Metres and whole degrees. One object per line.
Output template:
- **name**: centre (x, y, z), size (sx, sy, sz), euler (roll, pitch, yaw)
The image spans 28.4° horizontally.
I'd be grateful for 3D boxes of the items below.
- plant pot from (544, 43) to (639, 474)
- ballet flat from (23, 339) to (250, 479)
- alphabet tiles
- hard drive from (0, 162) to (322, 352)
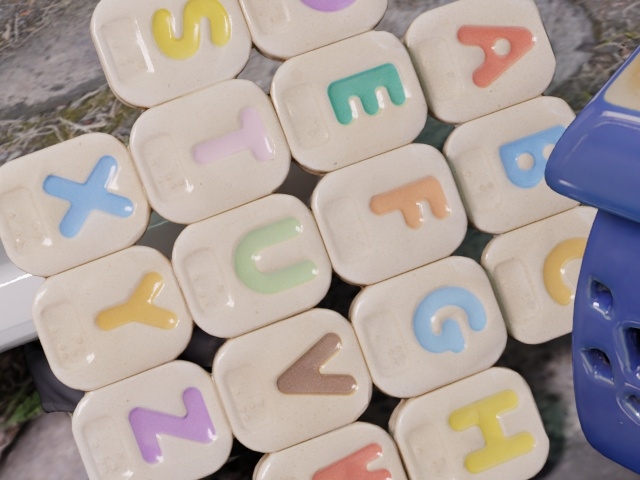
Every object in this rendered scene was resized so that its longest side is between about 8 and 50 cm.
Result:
- **plant pot**: centre (0.241, -0.012, 0.516), size (0.236, 0.212, 0.236), euler (23, 59, 42)
- **ballet flat**: centre (-0.087, 0.092, 0.684), size (0.203, 0.074, 0.074), euler (12, 52, 40)
- **alphabet tiles**: centre (0.000, 0.000, 0.596), size (0.278, 0.284, 0.021), euler (-20, 1, -7)
- **hard drive**: centre (-0.114, -0.005, 0.748), size (0.353, 0.047, 0.233), euler (-19, 12, 6)
